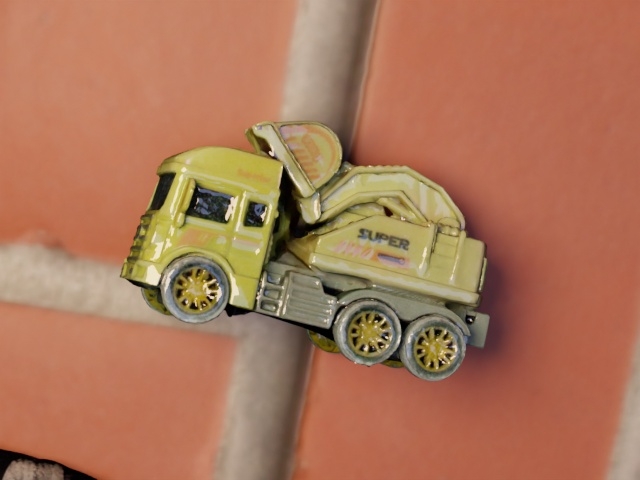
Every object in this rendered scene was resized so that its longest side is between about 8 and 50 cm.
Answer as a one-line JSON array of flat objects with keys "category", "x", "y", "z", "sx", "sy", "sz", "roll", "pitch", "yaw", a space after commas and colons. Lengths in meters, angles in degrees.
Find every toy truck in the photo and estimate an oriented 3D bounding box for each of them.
[{"category": "toy truck", "x": 0.000, "y": 0.000, "z": 0.878, "sx": 0.191, "sy": 0.085, "sz": 0.116, "roll": 14, "pitch": 87, "yaw": -12}]

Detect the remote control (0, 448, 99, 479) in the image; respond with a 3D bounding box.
[{"category": "remote control", "x": -0.229, "y": 0.141, "z": 0.873, "sx": 0.265, "sy": 0.066, "sz": 0.090, "roll": 10, "pitch": 83, "yaw": -9}]
